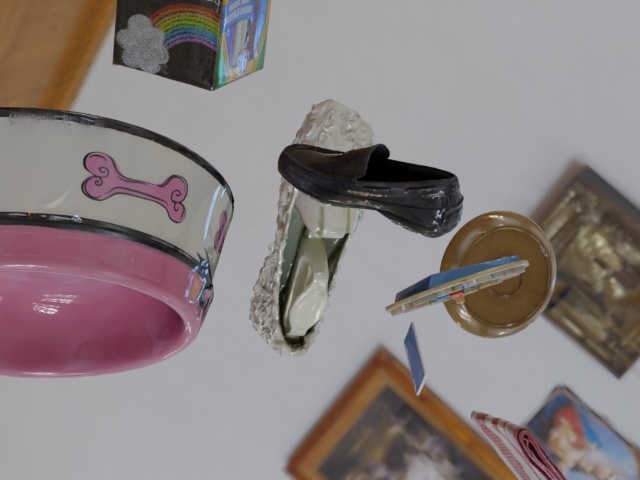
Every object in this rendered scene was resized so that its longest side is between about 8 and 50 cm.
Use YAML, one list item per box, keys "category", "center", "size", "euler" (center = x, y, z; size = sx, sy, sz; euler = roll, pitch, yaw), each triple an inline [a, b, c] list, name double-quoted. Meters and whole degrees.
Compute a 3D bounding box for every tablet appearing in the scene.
- category: "tablet"
  center: [0.124, 0.154, 1.582]
  size: [0.006, 0.083, 0.054]
  euler: [-3, 144, -13]

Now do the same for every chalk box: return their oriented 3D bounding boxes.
- category: "chalk box"
  center: [-0.180, -0.394, 1.789]
  size: [0.179, 0.180, 0.289]
  euler: [-39, 142, -62]

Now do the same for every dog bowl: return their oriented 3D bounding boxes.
- category: "dog bowl"
  center: [-0.293, 0.025, 1.254]
  size: [0.408, 0.407, 0.150]
  euler: [112, -22, -65]

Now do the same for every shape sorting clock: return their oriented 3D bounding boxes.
- category: "shape sorting clock"
  center: [0.187, 0.066, 1.655]
  size: [0.206, 0.040, 0.206]
  euler: [-14, 172, -2]

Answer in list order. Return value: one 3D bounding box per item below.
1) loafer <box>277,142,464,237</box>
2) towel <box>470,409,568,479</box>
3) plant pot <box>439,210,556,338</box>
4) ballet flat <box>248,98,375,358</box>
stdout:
- category: "loafer"
  center: [0.054, -0.072, 1.315]
  size: [0.076, 0.223, 0.078]
  euler: [-41, 142, -46]
- category: "towel"
  center: [0.377, 0.415, 2.167]
  size: [0.037, 0.237, 0.329]
  euler: [-37, -178, -8]
- category: "plant pot"
  center: [0.328, 0.065, 2.179]
  size: [0.236, 0.236, 0.032]
  euler: [-46, -160, -8]
- category: "ballet flat"
  center: [0.000, 0.000, 1.785]
  size: [0.147, 0.147, 0.409]
  euler: [-33, 143, -57]
